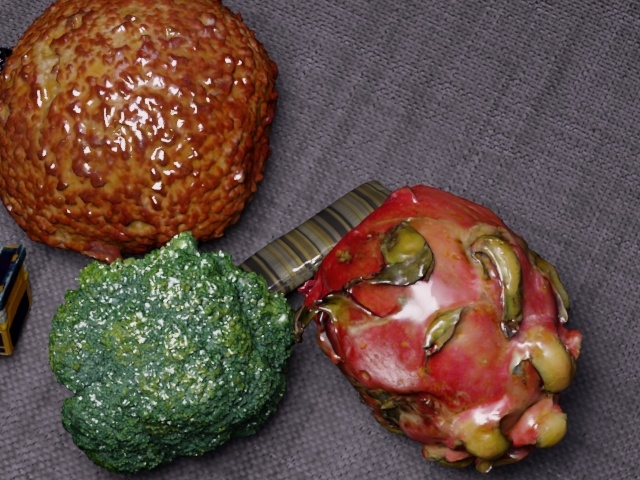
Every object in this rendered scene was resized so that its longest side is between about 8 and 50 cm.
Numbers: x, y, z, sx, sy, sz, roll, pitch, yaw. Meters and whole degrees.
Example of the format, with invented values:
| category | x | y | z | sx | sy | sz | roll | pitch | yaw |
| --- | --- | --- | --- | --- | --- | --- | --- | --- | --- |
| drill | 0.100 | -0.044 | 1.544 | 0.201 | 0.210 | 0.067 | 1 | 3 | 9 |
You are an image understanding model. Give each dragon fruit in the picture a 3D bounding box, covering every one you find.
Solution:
| category | x | y | z | sx | sy | sz | roll | pitch | yaw |
| --- | --- | --- | --- | --- | --- | --- | --- | --- | --- |
| dragon fruit | 0.135 | 0.096 | 1.178 | 0.250 | 0.269 | 0.291 | -37 | 73 | 0 |

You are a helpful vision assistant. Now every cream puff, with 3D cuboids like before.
| category | x | y | z | sx | sy | sz | roll | pitch | yaw |
| --- | --- | --- | --- | --- | --- | --- | --- | --- | --- |
| cream puff | -0.206 | -0.140 | 1.270 | 0.350 | 0.229 | 0.351 | -1 | 74 | 3 |

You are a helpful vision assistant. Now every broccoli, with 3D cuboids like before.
| category | x | y | z | sx | sy | sz | roll | pitch | yaw |
| --- | --- | --- | --- | --- | --- | --- | --- | --- | --- |
| broccoli | -0.154 | 0.113 | 1.183 | 0.261 | 0.241 | 0.269 | -42 | 116 | 7 |

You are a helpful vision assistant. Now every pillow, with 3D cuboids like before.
| category | x | y | z | sx | sy | sz | roll | pitch | yaw |
| --- | --- | --- | --- | --- | --- | --- | --- | --- | --- |
| pillow | 0.000 | 0.000 | 1.294 | 0.203 | 0.113 | 0.038 | -33 | 114 | -8 |

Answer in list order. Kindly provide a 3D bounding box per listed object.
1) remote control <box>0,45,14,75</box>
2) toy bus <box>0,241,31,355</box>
| category | x | y | z | sx | sy | sz | roll | pitch | yaw |
| --- | --- | --- | --- | --- | --- | --- | --- | --- | --- |
| remote control | -0.363 | -0.216 | 1.404 | 0.096 | 0.014 | 0.039 | -2 | 73 | 2 |
| toy bus | -0.425 | 0.057 | 1.268 | 0.200 | 0.114 | 0.098 | 5 | 42 | 3 |
